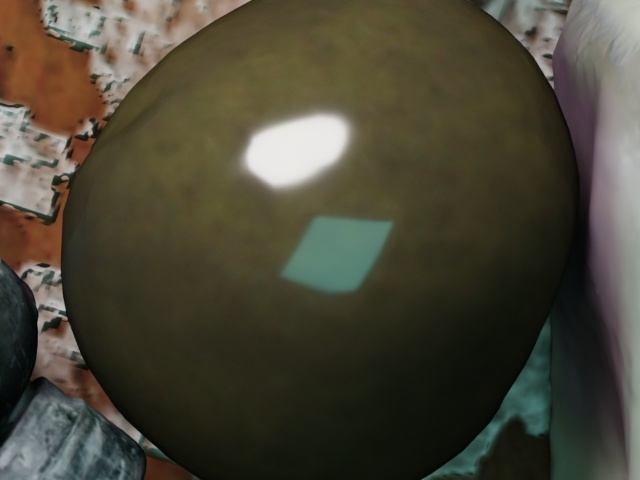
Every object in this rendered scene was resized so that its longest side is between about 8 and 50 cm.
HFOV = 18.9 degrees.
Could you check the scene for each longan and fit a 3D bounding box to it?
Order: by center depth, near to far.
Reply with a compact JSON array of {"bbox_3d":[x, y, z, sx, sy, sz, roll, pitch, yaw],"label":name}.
[{"bbox_3d":[0.000,0.000,0.658,0.189,0.189,0.189,-1,99,-6],"label":"longan"}]

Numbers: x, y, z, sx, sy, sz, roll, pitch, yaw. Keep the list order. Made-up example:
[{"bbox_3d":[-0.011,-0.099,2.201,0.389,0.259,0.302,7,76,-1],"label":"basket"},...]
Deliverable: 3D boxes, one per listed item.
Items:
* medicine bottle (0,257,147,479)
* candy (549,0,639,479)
[{"bbox_3d":[-0.199,0.022,0.650,0.293,0.141,0.141,41,93,-10],"label":"medicine bottle"},{"bbox_3d":[0.263,0.014,0.694,0.359,0.145,0.208,2,99,-5],"label":"candy"}]
